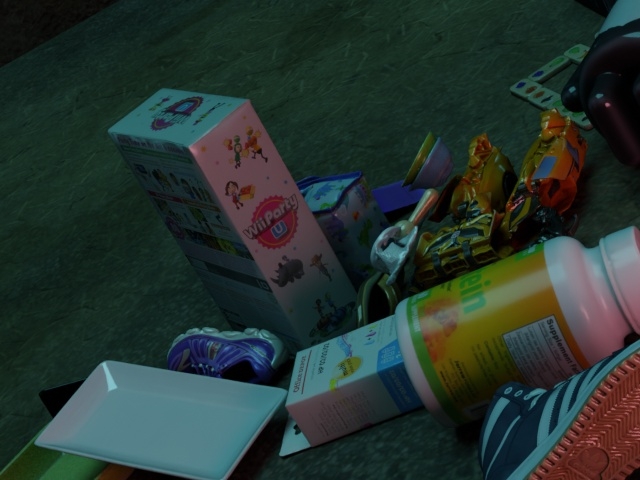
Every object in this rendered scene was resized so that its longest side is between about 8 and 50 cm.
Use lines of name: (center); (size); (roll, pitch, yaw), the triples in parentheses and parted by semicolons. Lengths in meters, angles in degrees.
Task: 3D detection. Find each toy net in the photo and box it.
toy net: (0.092, -0.021, 2.003); (0.122, 0.045, 0.232); (-61, -1, 41)

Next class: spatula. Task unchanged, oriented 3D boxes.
spatula: (0.000, 0.000, 2.247); (0.296, 0.030, 0.084); (-32, 26, -4)

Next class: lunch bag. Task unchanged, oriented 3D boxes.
lunch bag: (0.009, -0.005, 2.124); (0.151, 0.128, 0.096); (-10, 29, 43)

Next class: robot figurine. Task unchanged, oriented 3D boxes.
robot figurine: (0.391, -0.205, 2.010); (0.209, 0.173, 0.278); (19, 44, 15)
robot figurine: (0.195, -0.027, 2.000); (0.211, 0.085, 0.291); (-20, 25, 35)

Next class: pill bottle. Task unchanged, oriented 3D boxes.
pill bottle: (0.208, 0.077, 1.714); (0.246, 0.136, 0.136); (-23, 24, 16)

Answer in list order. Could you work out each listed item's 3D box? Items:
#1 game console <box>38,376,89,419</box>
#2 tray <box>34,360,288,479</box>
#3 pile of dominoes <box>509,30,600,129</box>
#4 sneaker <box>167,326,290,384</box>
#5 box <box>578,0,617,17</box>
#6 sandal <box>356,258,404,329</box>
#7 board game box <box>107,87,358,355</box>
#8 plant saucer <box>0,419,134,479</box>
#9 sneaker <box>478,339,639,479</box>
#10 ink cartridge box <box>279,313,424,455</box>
game console: (-0.271, 0.171, 2.145); (0.122, 0.071, 0.107); (-15, 24, 0)
tray: (-0.174, 0.204, 1.955); (0.270, 0.030, 0.145); (6, 43, 34)
pile of dominoes: (0.363, -0.230, 2.266); (0.196, 0.040, 0.251); (-34, 24, -7)
sneaker: (-0.118, 0.143, 2.061); (0.170, 0.068, 0.071); (-9, 37, 39)
box: (0.382, -0.404, 2.444); (0.093, 0.156, 0.158); (-30, 24, -1)
sandal: (0.075, 0.071, 1.989); (0.049, 0.072, 0.180); (3, 30, 18)
board game box: (-0.095, -0.021, 2.057); (0.097, 0.303, 0.224); (-40, 25, -20)
plant saucer: (-0.301, 0.284, 2.019); (0.188, 0.045, 0.188); (-2, 37, 48)
sneaker: (0.238, 0.141, 1.532); (0.282, 0.099, 0.153); (-48, 17, 16)
ink cartridge box: (0.028, 0.150, 1.876); (0.181, 0.061, 0.104); (-23, 24, 19)
